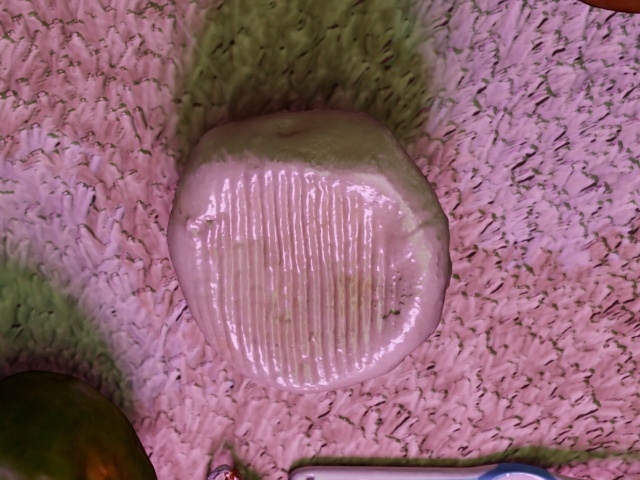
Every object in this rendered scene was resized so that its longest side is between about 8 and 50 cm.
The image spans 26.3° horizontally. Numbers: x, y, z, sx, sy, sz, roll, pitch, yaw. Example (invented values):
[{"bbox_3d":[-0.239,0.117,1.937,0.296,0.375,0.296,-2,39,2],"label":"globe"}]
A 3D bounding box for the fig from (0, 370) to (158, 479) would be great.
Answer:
[{"bbox_3d":[-0.267,0.224,1.072,0.275,0.206,0.206,-19,116,25],"label":"fig"}]

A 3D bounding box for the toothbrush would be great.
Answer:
[{"bbox_3d":[0.164,0.213,1.189,0.386,0.040,0.040,0,112,-8],"label":"toothbrush"}]

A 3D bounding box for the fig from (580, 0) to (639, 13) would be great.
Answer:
[{"bbox_3d":[0.216,-0.267,0.895,0.214,0.235,0.235,2,112,-9],"label":"fig"}]

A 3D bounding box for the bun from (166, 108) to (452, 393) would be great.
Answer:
[{"bbox_3d":[0.000,0.000,1.023,0.231,0.133,0.231,7,117,15],"label":"bun"}]

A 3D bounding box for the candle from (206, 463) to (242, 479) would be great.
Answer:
[{"bbox_3d":[-0.058,0.256,1.178,0.053,0.048,0.162,-33,118,-32],"label":"candle"}]
